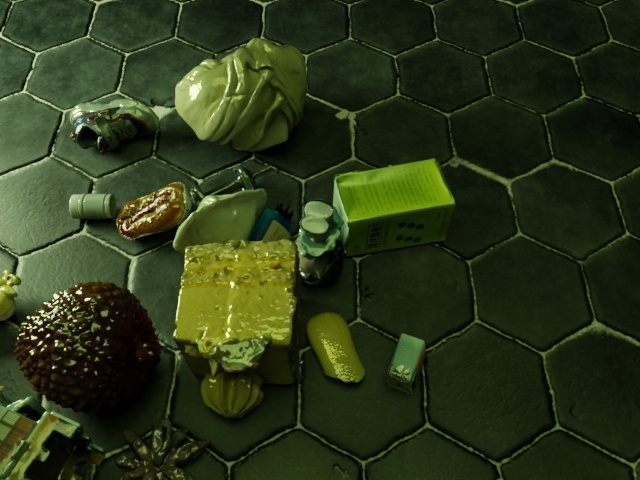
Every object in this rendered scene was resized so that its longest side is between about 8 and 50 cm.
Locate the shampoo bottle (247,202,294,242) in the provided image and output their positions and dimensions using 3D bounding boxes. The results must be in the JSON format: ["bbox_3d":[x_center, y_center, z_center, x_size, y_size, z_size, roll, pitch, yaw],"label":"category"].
[{"bbox_3d":[-0.113,-0.002,1.420,0.087,0.050,0.183,40,56,-24],"label":"shampoo bottle"}]

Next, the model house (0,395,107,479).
[{"bbox_3d":[-0.521,0.375,1.083,0.215,0.224,0.198,19,60,10],"label":"model house"}]

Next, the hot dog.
[{"bbox_3d":[-0.373,-0.063,1.430,0.191,0.059,0.108,-21,61,19],"label":"hot dog"}]

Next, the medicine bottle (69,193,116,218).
[{"bbox_3d":[-0.521,-0.078,1.472,0.091,0.058,0.058,0,57,-1],"label":"medicine bottle"}]

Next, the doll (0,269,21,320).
[{"bbox_3d":[-0.724,0.176,1.291,0.117,0.086,0.291,22,60,34],"label":"doll"}]

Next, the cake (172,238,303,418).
[{"bbox_3d":[-0.144,0.171,1.218,0.222,0.227,0.286,-3,55,3],"label":"cake"}]

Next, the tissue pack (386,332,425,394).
[{"bbox_3d":[0.170,0.242,1.266,0.059,0.074,0.094,15,59,17],"label":"tissue pack"}]

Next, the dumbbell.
[{"bbox_3d":[-0.227,-0.116,1.488,0.254,0.081,0.081,-28,62,-17],"label":"dumbbell"}]

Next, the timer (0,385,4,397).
[{"bbox_3d":[-0.677,0.304,1.204,0.152,0.132,0.132,-9,55,-30],"label":"timer"}]

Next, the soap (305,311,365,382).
[{"bbox_3d":[0.028,0.220,1.300,0.089,0.033,0.168,-16,59,-8],"label":"soap"}]

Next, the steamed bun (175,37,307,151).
[{"bbox_3d":[-0.177,-0.326,1.529,0.289,0.276,0.203,-5,66,-33],"label":"steamed bun"}]

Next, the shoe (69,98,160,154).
[{"bbox_3d":[-0.513,-0.273,1.571,0.228,0.099,0.125,-1,49,5],"label":"shoe"}]

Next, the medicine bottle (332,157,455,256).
[{"bbox_3d":[0.156,-0.070,1.427,0.250,0.137,0.141,-10,58,-8],"label":"medicine bottle"}]

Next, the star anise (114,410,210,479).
[{"bbox_3d":[-0.293,0.411,1.157,0.195,0.065,0.182,24,61,9],"label":"star anise"}]

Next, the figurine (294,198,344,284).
[{"bbox_3d":[0.000,0.000,1.321,0.110,0.245,0.138,12,64,5],"label":"figurine"}]

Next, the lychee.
[{"bbox_3d":[-0.442,0.199,1.194,0.271,0.271,0.271,0,57,0],"label":"lychee"}]

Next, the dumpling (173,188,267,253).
[{"bbox_3d":[-0.213,-0.047,1.391,0.216,0.166,0.126,-4,56,-12],"label":"dumpling"}]
